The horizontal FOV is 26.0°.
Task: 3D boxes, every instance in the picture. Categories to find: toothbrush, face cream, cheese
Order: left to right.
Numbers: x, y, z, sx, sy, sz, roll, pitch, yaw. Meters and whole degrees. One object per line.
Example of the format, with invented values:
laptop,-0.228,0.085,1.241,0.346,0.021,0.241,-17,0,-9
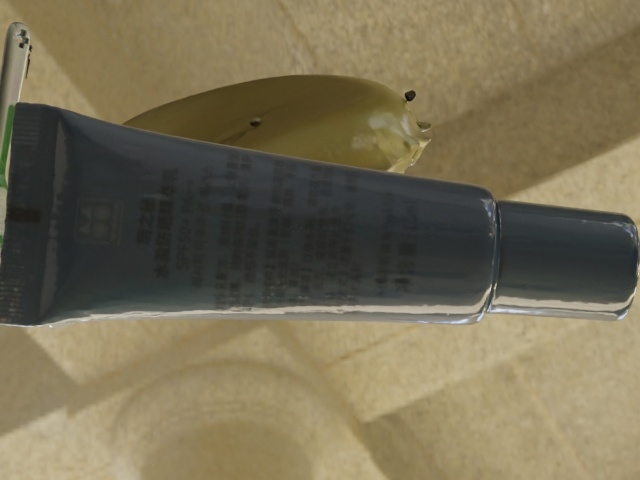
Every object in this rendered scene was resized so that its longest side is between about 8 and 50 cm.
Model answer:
toothbrush,-0.360,-0.043,1.545,0.040,0.417,0.042,2,-9,34
cheese,-0.054,-0.064,1.241,0.316,0.259,0.128,-10,-54,13
face cream,0.000,0.000,0.850,0.385,0.086,0.135,5,-93,-4

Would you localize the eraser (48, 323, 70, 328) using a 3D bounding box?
eraser,-0.210,0.014,1.702,0.290,0.189,0.104,-22,-89,-5
